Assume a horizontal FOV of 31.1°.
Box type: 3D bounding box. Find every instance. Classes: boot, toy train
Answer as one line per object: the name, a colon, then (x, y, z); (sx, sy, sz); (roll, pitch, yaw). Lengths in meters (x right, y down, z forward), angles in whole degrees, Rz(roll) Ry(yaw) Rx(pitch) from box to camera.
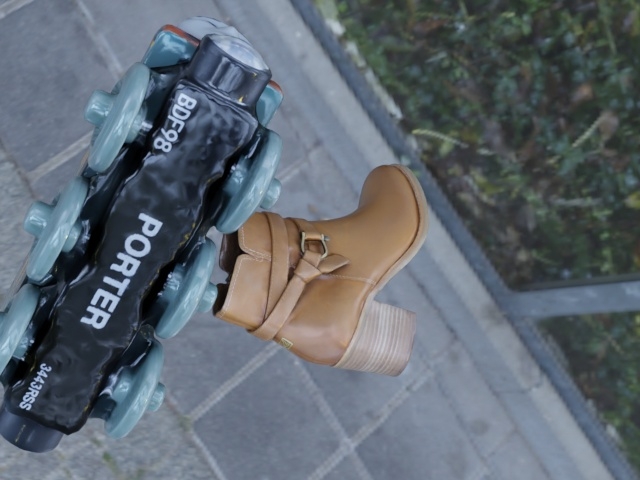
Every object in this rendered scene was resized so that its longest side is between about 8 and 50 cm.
boot: (0.000, 0.000, 0.871); (0.152, 0.073, 0.197); (19, 50, -18)
toy train: (-0.140, -0.009, 0.826); (0.142, 0.190, 0.334); (25, 108, -17)
